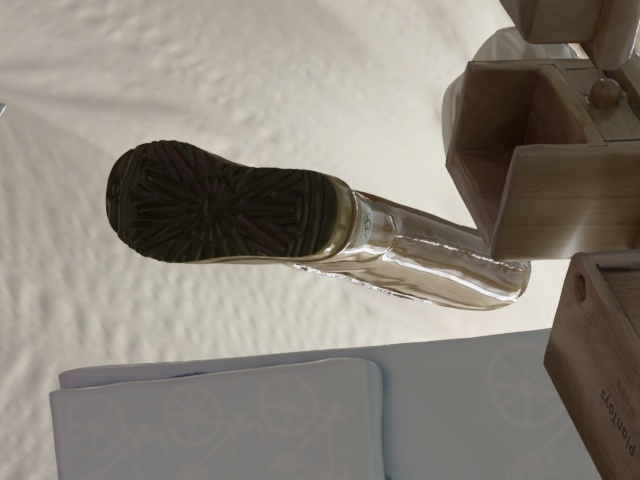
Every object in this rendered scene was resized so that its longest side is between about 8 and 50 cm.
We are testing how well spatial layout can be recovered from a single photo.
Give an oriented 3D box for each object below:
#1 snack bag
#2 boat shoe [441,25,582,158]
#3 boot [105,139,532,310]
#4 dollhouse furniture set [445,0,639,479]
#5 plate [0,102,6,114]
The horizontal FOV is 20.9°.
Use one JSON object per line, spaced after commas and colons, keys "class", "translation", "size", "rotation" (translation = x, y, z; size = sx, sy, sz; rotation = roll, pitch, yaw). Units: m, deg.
{"class": "snack bag", "translation": [0.041, 0.209, 0.905], "size": [0.037, 0.343, 0.323], "rotation": [109, 155, -74]}
{"class": "boat shoe", "translation": [0.116, -0.071, 0.933], "size": [0.184, 0.063, 0.066], "rotation": [130, 136, -73]}
{"class": "boot", "translation": [0.000, 0.000, 1.344], "size": [0.269, 0.236, 0.089], "rotation": [16, -92, -55]}
{"class": "dollhouse furniture set", "translation": [0.183, -0.085, 0.444], "size": [0.303, 0.174, 0.355], "rotation": [-113, 26, -50]}
{"class": "plate", "translation": [-0.442, -0.018, 1.651], "size": [0.045, 0.278, 0.277], "rotation": [49, -159, -19]}
